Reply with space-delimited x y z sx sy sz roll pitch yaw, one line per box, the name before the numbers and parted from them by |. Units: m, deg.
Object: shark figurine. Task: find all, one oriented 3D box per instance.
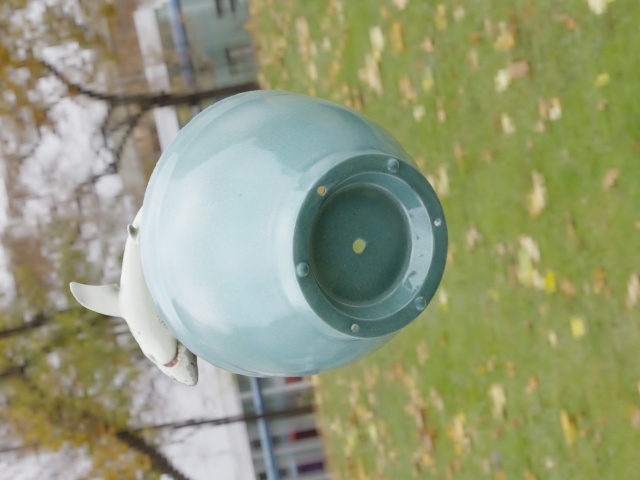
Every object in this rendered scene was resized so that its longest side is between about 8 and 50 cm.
shark figurine | -0.166 0.003 1.694 0.116 0.166 0.278 -20 -52 -73

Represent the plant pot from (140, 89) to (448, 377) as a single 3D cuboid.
plant pot | 0.000 0.000 1.470 0.196 0.293 0.293 8 112 59
